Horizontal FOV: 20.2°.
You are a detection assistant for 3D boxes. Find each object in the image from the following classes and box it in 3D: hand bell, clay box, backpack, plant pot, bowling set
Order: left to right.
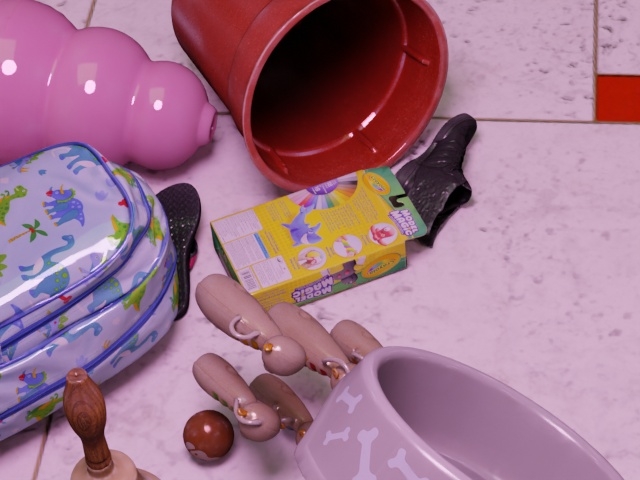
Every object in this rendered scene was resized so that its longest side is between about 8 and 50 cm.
[{"bbox_3d":[-0.322,0.055,1.922,0.355,0.273,0.290,-14,42,-22],"label":"backpack"},{"bbox_3d":[-0.218,0.207,1.757,0.126,0.242,0.126,-2,49,3],"label":"hand bell"},{"bbox_3d":[-0.036,0.170,1.846,0.154,0.287,0.200,40,105,41],"label":"bowling set"},{"bbox_3d":[-0.032,-0.236,2.139,0.272,0.272,0.265,-26,43,-17],"label":"plant pot"},{"bbox_3d":[0.000,0.000,2.046,0.222,0.053,0.127,-18,49,-12],"label":"clay box"}]

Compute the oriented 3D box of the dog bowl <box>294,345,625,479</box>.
[{"bbox_3d":[0.148,0.224,1.659,0.348,0.102,0.349,27,16,-9],"label":"dog bowl"}]

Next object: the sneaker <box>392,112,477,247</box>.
[{"bbox_3d":[0.148,-0.073,2.100,0.089,0.051,0.170,34,64,30],"label":"sneaker"}]

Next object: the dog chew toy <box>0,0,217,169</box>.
[{"bbox_3d":[-0.286,-0.171,2.137,0.331,0.207,0.207,12,50,6],"label":"dog chew toy"}]

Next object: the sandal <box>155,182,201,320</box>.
[{"bbox_3d":[-0.171,0.017,2.064,0.067,0.040,0.179,-2,63,11],"label":"sandal"}]
